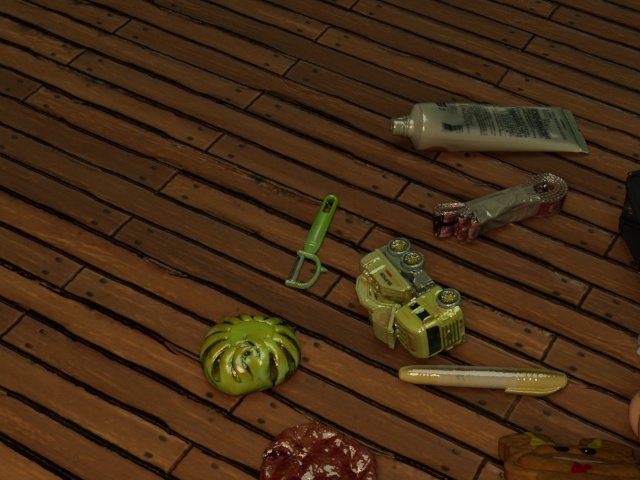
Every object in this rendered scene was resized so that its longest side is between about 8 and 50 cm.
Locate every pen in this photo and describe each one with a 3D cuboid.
[{"bbox_3d":[0.224,0.193,1.702,0.233,0.032,0.040,1,67,1],"label":"pen"}]

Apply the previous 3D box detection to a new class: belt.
[{"bbox_3d":[0.287,-0.049,1.940,0.232,0.053,0.071,-16,48,-19],"label":"belt"}]

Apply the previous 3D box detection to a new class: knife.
[{"bbox_3d":[0.000,-0.001,1.899,0.054,0.015,0.212,12,45,9],"label":"knife"}]

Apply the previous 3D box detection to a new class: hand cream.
[{"bbox_3d":[0.281,-0.188,2.087,0.341,0.078,0.124,1,43,-13],"label":"hand cream"}]

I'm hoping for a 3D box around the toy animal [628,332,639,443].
[{"bbox_3d":[0.520,0.214,1.586,0.221,0.210,0.229,11,38,1],"label":"toy animal"}]

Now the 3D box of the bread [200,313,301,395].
[{"bbox_3d":[-0.096,0.153,1.698,0.139,0.071,0.130,0,40,-4],"label":"bread"}]

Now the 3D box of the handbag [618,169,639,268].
[{"bbox_3d":[0.631,0.009,1.854,0.326,0.118,0.269,-1,37,-3],"label":"handbag"}]

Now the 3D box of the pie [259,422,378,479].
[{"bbox_3d":[-0.004,0.299,1.576,0.153,0.038,0.153,3,46,-3],"label":"pie"}]

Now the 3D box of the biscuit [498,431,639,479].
[{"bbox_3d":[0.311,0.278,1.489,0.186,0.044,0.295,2,5,0],"label":"biscuit"}]

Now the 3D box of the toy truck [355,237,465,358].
[{"bbox_3d":[0.116,0.088,1.766,0.116,0.085,0.191,-27,48,-16],"label":"toy truck"}]
